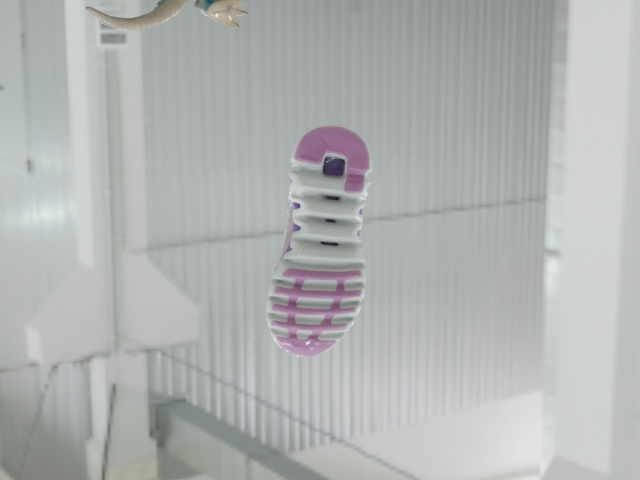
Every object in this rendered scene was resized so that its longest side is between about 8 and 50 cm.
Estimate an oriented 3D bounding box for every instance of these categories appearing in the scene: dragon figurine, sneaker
[{"bbox_3d":[-0.101,-0.263,1.037,0.289,0.085,0.144,-37,-132,-19],"label":"dragon figurine"},{"bbox_3d":[0.000,0.000,1.195,0.095,0.237,0.104,8,-176,-5],"label":"sneaker"}]
